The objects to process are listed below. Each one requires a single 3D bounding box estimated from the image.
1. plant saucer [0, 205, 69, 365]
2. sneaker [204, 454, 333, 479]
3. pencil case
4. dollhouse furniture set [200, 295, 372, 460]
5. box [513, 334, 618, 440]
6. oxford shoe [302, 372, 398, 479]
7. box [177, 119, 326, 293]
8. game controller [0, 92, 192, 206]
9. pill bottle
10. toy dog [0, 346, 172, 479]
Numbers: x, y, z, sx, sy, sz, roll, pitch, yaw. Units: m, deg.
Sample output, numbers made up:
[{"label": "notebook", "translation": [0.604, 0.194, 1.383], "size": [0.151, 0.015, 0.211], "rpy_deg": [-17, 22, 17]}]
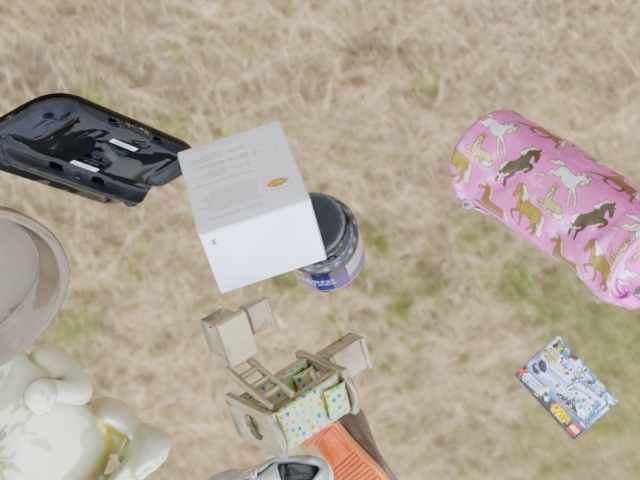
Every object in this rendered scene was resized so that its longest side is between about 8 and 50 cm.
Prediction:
[{"label": "plant saucer", "translation": [-0.388, 0.055, 1.254], "size": [0.278, 0.041, 0.278], "rpy_deg": [-20, 144, -15]}, {"label": "sneaker", "translation": [-0.108, 0.416, 2.170], "size": [0.262, 0.099, 0.121], "rpy_deg": [-17, 160, -5]}, {"label": "pencil case", "translation": [0.373, -0.052, 1.936], "size": [0.160, 0.386, 0.167], "rpy_deg": [-16, 130, -36]}, {"label": "dollhouse furniture set", "translation": [-0.015, 0.121, 1.400], "size": [0.182, 0.101, 0.161], "rpy_deg": [-30, 116, -29]}, {"label": "box", "translation": [0.378, 0.227, 1.956], "size": [0.094, 0.137, 0.027], "rpy_deg": [-41, 174, -1]}, {"label": "oxford shoe", "translation": [0.078, 0.414, 2.528], "size": [0.130, 0.363, 0.133], "rpy_deg": [-39, 180, 43]}, {"label": "box", "translation": [-0.080, -0.041, 1.450], "size": [0.130, 0.170, 0.091], "rpy_deg": [-18, 130, -2]}, {"label": "game controller", "translation": [-0.311, -0.120, 1.710], "size": [0.166, 0.067, 0.319], "rpy_deg": [-33, 155, 20]}, {"label": "pill bottle", "translation": [0.000, 0.000, 1.898], "size": [0.123, 0.122, 0.219], "rpy_deg": [-21, 165, 1]}, {"label": "toy dog", "translation": [-0.494, 0.266, 2.067], "size": [0.284, 0.395, 0.408], "rpy_deg": [-45, 113, 2]}]
